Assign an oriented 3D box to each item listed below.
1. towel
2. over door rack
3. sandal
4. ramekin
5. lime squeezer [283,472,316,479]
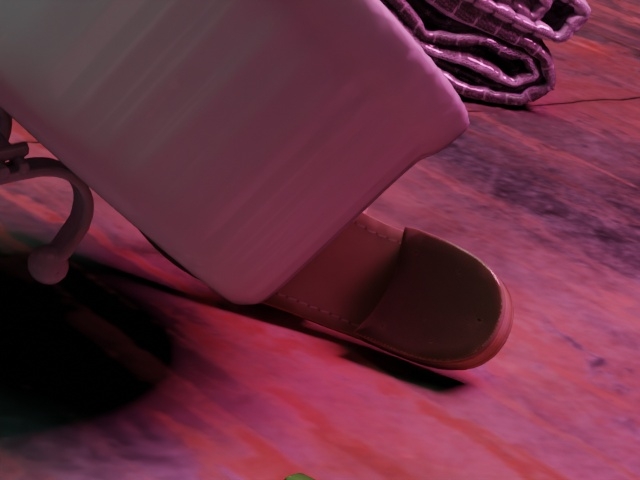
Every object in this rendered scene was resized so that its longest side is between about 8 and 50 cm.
[{"bbox_3d":[0.049,-0.221,1.506,0.283,0.121,0.235,25,19,-10],"label":"towel"},{"bbox_3d":[-0.296,-0.030,0.882,0.324,0.108,0.239,-4,25,-29],"label":"over door rack"},{"bbox_3d":[-0.003,0.006,1.022,0.240,0.088,0.079,28,-6,24],"label":"sandal"},{"bbox_3d":[-0.078,-0.097,0.890,0.277,0.135,0.277,43,-1,1],"label":"ramekin"},{"bbox_3d":[0.105,0.152,0.705,0.310,0.059,0.110,18,-11,20],"label":"lime squeezer"}]
